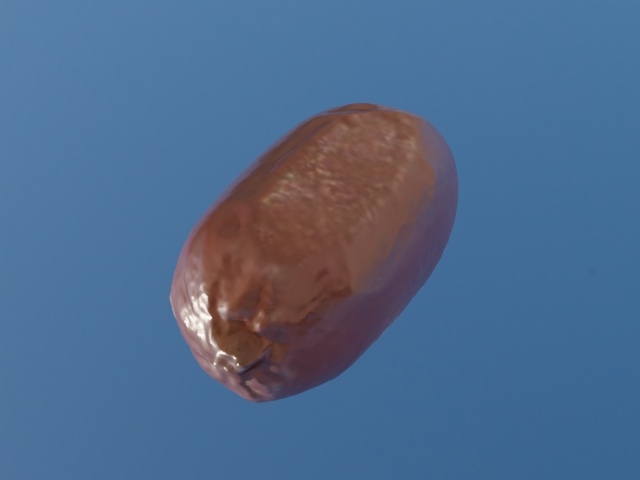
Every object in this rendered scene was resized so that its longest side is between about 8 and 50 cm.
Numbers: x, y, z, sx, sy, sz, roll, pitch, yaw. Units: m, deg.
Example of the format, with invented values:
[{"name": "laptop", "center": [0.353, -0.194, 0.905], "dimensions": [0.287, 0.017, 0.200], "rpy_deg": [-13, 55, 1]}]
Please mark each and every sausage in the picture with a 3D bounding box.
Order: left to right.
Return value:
[{"name": "sausage", "center": [0.000, 0.000, 0.878], "dimensions": [0.148, 0.148, 0.254], "rpy_deg": [23, -130, 17]}]
